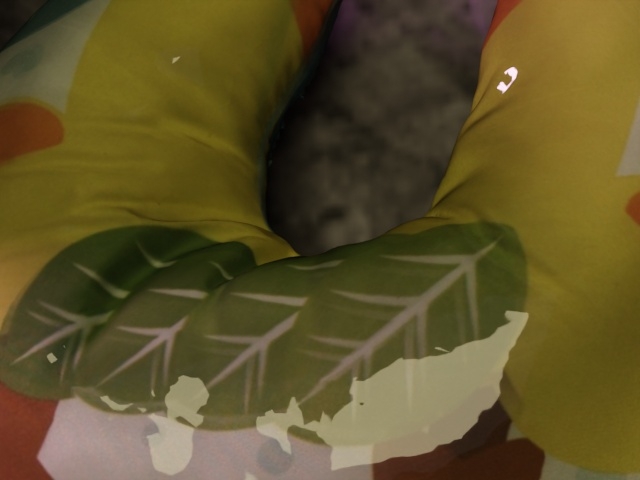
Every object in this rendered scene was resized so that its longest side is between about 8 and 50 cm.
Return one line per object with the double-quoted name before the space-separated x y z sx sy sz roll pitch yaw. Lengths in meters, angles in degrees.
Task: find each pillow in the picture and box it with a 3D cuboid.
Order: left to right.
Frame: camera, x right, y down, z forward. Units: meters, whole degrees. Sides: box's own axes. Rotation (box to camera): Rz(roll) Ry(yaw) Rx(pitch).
"pillow" 0.000 0.000 0.450 0.233 0.086 0.214 9 66 18
